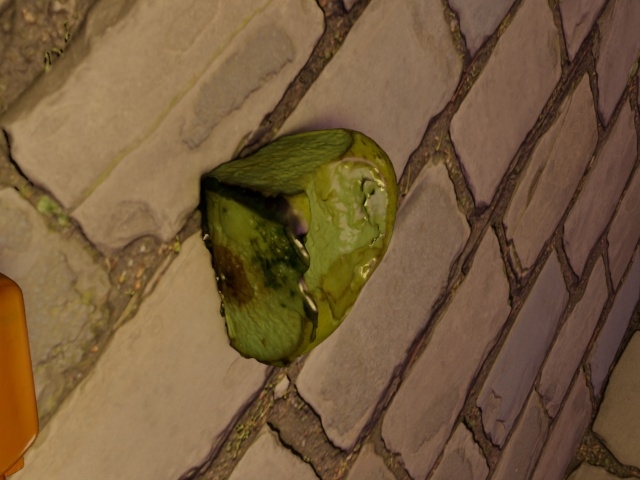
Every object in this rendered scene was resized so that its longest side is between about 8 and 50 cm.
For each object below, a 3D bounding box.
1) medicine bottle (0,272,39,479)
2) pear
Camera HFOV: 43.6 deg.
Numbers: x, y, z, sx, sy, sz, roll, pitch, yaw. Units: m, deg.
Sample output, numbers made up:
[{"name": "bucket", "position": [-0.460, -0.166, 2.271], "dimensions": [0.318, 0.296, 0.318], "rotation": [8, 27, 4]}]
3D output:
[{"name": "medicine bottle", "position": [-0.310, 0.138, 0.627], "dimensions": [0.149, 0.112, 0.222], "rotation": [-22, 120, -48]}, {"name": "pear", "position": [0.000, 0.000, 0.959], "dimensions": [0.255, 0.164, 0.238], "rotation": [-34, 126, -44]}]
